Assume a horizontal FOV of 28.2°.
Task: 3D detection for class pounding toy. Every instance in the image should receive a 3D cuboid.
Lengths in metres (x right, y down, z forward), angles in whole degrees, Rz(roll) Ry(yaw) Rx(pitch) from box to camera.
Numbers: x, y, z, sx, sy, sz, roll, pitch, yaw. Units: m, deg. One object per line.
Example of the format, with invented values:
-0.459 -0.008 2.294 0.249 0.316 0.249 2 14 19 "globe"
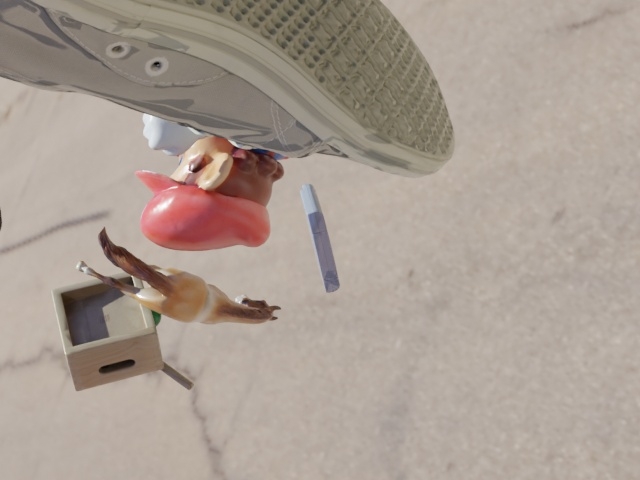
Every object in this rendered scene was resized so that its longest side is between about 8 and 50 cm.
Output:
-0.241 0.121 1.554 0.100 0.141 0.130 88 164 -46 "pounding toy"

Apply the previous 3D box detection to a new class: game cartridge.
0.000 0.000 1.074 0.056 0.017 0.083 -100 -3 -56 "game cartridge"

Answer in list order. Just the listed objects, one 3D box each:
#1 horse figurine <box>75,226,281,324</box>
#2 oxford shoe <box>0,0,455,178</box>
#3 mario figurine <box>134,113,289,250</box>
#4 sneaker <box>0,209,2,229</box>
-0.176 0.057 1.517 0.174 0.263 0.066 21 85 24 "horse figurine"
-0.075 -0.136 0.880 0.130 0.449 0.169 -36 55 34 "oxford shoe"
-0.080 -0.136 1.242 0.321 0.198 0.170 -54 34 -1 "mario figurine"
-0.325 -0.034 0.859 0.087 0.221 0.083 14 90 65 "sneaker"
